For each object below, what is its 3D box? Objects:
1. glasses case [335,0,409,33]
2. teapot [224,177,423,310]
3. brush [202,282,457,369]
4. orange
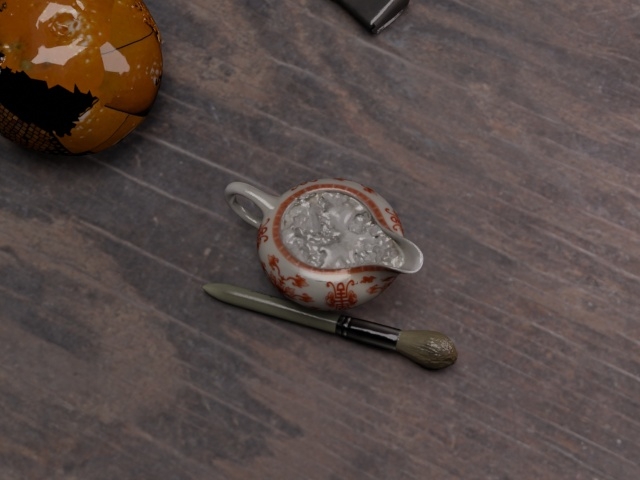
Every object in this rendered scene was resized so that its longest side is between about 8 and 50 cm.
[{"bbox_3d":[0.026,-0.339,1.816,0.072,0.042,0.190,-41,69,-8],"label":"glasses case"},{"bbox_3d":[0.000,0.000,1.612,0.245,0.116,0.159,20,71,12],"label":"teapot"},{"bbox_3d":[0.008,0.092,1.614,0.299,0.042,0.039,13,66,13],"label":"brush"},{"bbox_3d":[-0.296,-0.211,1.703,0.234,0.182,0.234,4,65,-9],"label":"orange"}]
